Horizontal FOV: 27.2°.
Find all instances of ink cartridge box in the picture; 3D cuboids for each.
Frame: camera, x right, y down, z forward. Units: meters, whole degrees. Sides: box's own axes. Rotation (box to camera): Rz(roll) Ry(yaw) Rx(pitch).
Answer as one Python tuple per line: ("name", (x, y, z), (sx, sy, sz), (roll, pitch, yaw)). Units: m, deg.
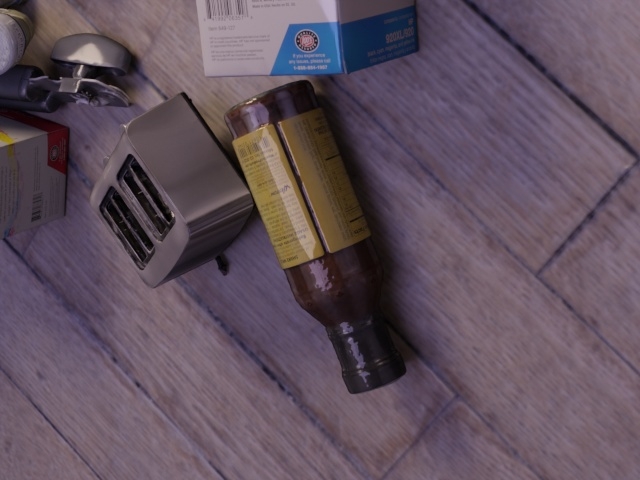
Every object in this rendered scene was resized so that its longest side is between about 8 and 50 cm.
("ink cartridge box", (-0.017, -0.293, 1.342), (0.171, 0.168, 0.233), (4, 107, 31))
("ink cartridge box", (-0.424, -0.082, 1.665), (0.127, 0.176, 0.128), (20, 114, 26))

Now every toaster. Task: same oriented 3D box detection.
("toaster", (-0.169, -0.048, 1.528), (0.186, 0.110, 0.168), (55, 146, 8))

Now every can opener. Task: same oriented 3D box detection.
("can opener", (-0.352, -0.212, 1.658), (0.283, 0.076, 0.095), (10, 78, 31))

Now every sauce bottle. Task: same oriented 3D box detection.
("sauce bottle", (0.000, 0.000, 1.459), (0.111, 0.111, 0.344), (-17, 94, 35))

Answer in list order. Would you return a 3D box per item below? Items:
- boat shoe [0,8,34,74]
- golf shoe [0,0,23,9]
("boat shoe", (-0.493, -0.231, 1.613), (0.302, 0.094, 0.109), (0, 108, 10))
("golf shoe", (-0.456, -0.297, 1.674), (0.176, 0.086, 0.069), (-25, 92, 37))
